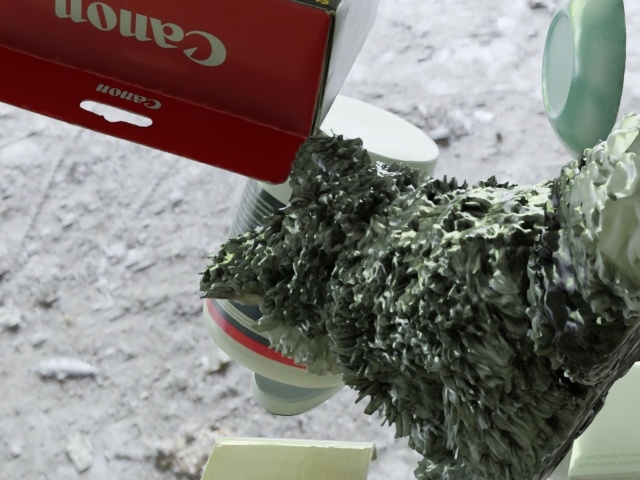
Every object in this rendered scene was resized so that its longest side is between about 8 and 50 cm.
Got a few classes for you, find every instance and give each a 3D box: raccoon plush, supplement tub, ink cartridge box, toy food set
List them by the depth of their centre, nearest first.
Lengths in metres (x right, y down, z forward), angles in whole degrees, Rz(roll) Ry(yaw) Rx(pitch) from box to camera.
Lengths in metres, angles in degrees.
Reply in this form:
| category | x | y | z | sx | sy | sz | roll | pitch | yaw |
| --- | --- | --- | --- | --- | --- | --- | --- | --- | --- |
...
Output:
| category | x | y | z | sx | sy | sz | roll | pitch | yaw |
| --- | --- | --- | --- | --- | --- | --- | --- | --- | --- |
| raccoon plush | 0.078 | -0.022 | 0.784 | 0.299 | 0.446 | 0.216 | 37 | 56 | 17 |
| ink cartridge box | -0.123 | -0.207 | 1.013 | 0.309 | 0.130 | 0.272 | 16 | 42 | 6 |
| supplement tub | 0.000 | 0.000 | 1.305 | 0.191 | 0.272 | 0.191 | 17 | 23 | -7 |
| toy food set | -0.052 | 0.369 | 1.605 | 0.220 | 0.092 | 0.306 | 1 | 31 | 10 |

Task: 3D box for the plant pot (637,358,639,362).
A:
| category | x | y | z | sx | sy | sz | roll | pitch | yaw |
| --- | --- | --- | --- | --- | --- | --- | --- | --- | --- |
| plant pot | 0.516 | 0.203 | 1.872 | 0.291 | 0.290 | 0.203 | 7 | 39 | 22 |

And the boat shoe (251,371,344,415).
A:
| category | x | y | z | sx | sy | sz | roll | pitch | yaw |
| --- | --- | --- | --- | --- | --- | --- | --- | --- | --- |
| boat shoe | 0.015 | 0.126 | 1.682 | 0.136 | 0.156 | 0.367 | 24 | 48 | 11 |

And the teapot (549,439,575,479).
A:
| category | x | y | z | sx | sy | sz | roll | pitch | yaw |
| --- | --- | --- | --- | --- | --- | --- | --- | --- | --- |
| teapot | 0.281 | 0.171 | 1.566 | 0.187 | 0.256 | 0.252 | 18 | 64 | 14 |

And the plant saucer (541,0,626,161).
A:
| category | x | y | z | sx | sy | sz | roll | pitch | yaw |
| --- | --- | --- | --- | --- | --- | --- | --- | --- | --- |
| plant saucer | 0.246 | -0.169 | 1.195 | 0.037 | 0.195 | 0.195 | 3 | 44 | -5 |

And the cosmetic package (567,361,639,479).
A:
| category | x | y | z | sx | sy | sz | roll | pitch | yaw |
| --- | --- | --- | --- | --- | --- | --- | --- | --- | --- |
| cosmetic package | 0.436 | 0.293 | 1.349 | 0.197 | 0.365 | 0.155 | -12 | 42 | 35 |
